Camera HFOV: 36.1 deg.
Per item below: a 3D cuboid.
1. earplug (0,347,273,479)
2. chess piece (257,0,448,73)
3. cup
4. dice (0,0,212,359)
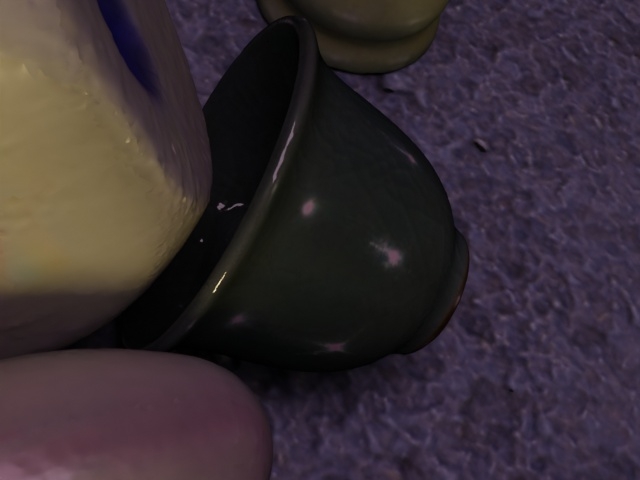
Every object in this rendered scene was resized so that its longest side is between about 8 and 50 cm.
[{"bbox_3d":[-0.160,0.124,0.407,0.301,0.172,0.172,-18,66,-24],"label":"earplug"},{"bbox_3d":[0.048,-0.242,0.638,0.144,0.251,0.144,7,59,-11],"label":"chess piece"},{"bbox_3d":[0.000,0.000,0.541,0.150,0.199,0.199,27,54,-21],"label":"cup"},{"bbox_3d":[-0.215,-0.088,0.442,0.259,0.243,0.251,-21,54,4],"label":"dice"}]
